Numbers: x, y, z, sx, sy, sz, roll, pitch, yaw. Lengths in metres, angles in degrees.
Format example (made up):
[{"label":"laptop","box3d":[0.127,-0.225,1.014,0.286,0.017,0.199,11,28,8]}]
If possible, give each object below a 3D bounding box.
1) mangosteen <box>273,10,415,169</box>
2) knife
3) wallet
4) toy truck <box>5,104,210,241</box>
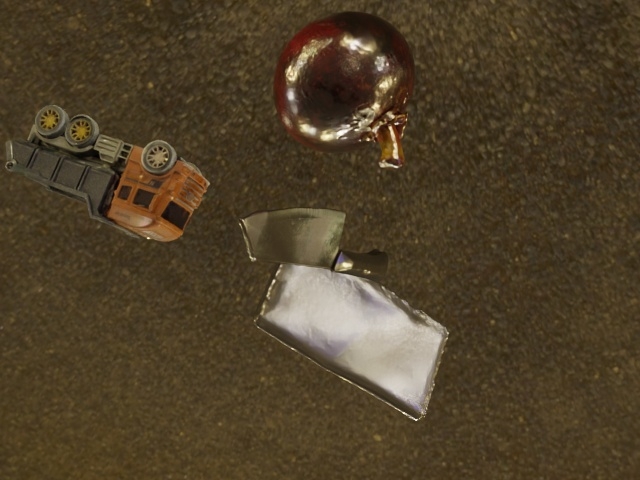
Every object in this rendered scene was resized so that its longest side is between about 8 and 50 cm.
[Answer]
[{"label":"mangosteen","box3d":[0.057,-0.218,1.098,0.235,0.235,0.261,-43,75,26]},{"label":"knife","box3d":[0.000,0.000,0.625,0.028,0.230,0.060,17,94,33]},{"label":"wallet","box3d":[0.041,0.099,0.806,0.244,0.124,0.025,34,151,-24]},{"label":"toy truck","box3d":[-0.214,-0.064,0.715,0.192,0.083,0.092,19,82,15]}]
